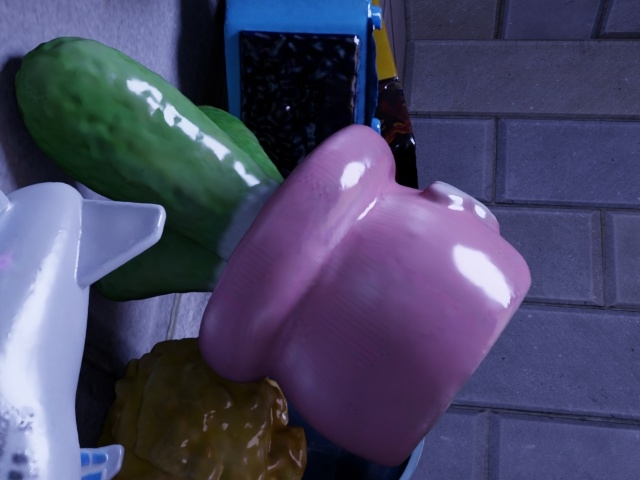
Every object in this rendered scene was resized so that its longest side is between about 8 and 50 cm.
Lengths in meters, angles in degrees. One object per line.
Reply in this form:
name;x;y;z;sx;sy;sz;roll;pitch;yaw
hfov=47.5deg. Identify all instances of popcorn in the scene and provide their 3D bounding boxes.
popcorn;-0.098;0.169;0.597;0.180;0.180;0.170;-76;160;-46

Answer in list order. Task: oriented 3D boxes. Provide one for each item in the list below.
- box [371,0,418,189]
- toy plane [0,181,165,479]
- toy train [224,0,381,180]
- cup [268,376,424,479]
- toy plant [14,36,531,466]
box;0.072;-0.273;1.260;0.264;0.115;0.415;68;10;-69
toy plane;-0.164;0.088;0.348;0.267;0.122;0.267;5;90;-78
toy train;-0.019;-0.161;0.830;0.265;0.188;0.300;-88;178;-63
cup;0.019;0.277;0.944;0.311;0.256;0.331;71;-1;-68
toy plant;-0.029;-0.001;0.567;0.211;0.356;0.317;-63;169;7
